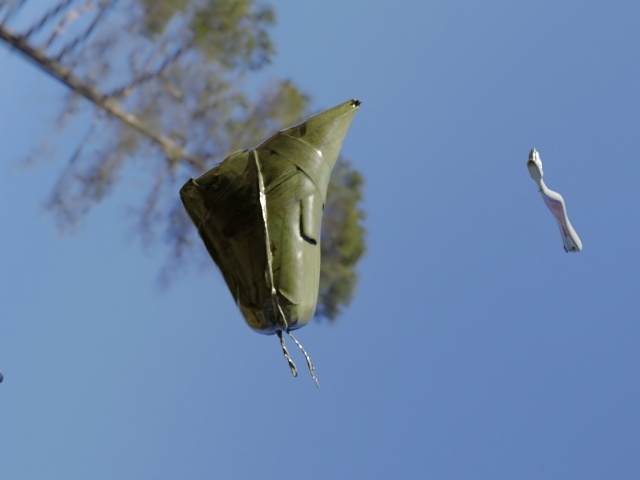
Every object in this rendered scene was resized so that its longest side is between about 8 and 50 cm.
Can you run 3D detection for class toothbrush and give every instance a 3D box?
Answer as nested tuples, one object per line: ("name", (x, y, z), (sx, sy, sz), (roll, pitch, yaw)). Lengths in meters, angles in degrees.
("toothbrush", (0.212, -0.029, 1.565), (0.017, 0.204, 0.022), (1, -114, 20))

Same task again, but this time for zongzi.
("zongzi", (0.000, 0.000, 1.060), (0.130, 0.154, 0.062), (-27, 160, -5))

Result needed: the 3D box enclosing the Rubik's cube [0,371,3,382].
("Rubik's cube", (-0.425, 0.105, 1.300), (0.221, 0.224, 0.231), (-42, 172, 26))
